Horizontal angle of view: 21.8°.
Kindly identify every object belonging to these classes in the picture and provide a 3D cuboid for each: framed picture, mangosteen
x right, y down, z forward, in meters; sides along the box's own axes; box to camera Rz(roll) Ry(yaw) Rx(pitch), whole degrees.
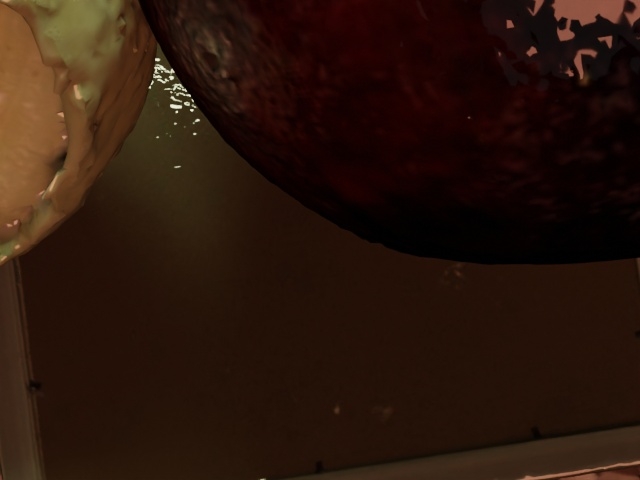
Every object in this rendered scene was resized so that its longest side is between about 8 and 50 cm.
[{"bbox_3d":[0.000,0.000,0.708,0.296,0.232,0.019,-8,174,-1],"label":"framed picture"},{"bbox_3d":[0.066,-0.141,0.508,0.300,0.300,0.300,-4,131,-5],"label":"mangosteen"}]

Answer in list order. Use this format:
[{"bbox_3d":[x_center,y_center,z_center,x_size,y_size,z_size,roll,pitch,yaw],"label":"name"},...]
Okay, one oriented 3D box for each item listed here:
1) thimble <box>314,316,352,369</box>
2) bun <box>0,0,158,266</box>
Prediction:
[{"bbox_3d":[-0.002,0.055,0.783,0.135,0.118,0.090,-36,125,20],"label":"thimble"},{"bbox_3d":[-0.177,-0.100,0.592,0.259,0.152,0.259,8,136,7],"label":"bun"}]
